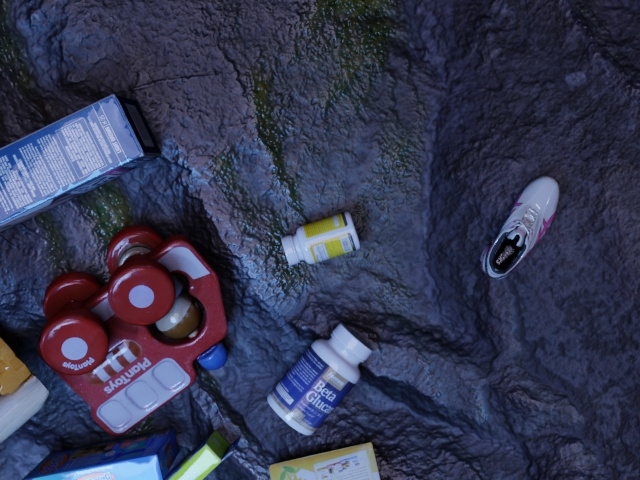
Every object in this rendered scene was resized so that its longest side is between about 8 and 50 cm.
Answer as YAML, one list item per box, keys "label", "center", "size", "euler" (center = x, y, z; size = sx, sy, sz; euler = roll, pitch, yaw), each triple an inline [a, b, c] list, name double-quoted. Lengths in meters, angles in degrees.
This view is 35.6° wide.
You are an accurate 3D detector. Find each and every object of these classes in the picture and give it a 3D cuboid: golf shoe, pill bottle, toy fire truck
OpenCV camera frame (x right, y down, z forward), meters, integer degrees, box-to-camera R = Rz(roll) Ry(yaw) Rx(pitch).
- label: "golf shoe"
  center: [0.320, -0.018, 1.559]
  size: [0.067, 0.086, 0.186]
  euler: [31, 92, 0]
- label: "pill bottle"
  center: [0.000, 0.000, 1.574]
  size: [0.116, 0.065, 0.065]
  euler: [-17, 93, 1]
- label: "pill bottle"
  center: [0.003, 0.215, 1.571]
  size: [0.094, 0.094, 0.169]
  euler: [40, 93, -1]
- label: "toy fire truck"
  center: [-0.279, 0.140, 1.555]
  size: [0.302, 0.169, 0.254]
  euler: [-36, 116, 3]

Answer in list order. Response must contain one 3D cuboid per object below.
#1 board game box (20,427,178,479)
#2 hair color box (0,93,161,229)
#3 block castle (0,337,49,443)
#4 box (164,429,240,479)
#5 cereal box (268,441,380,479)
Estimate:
- label: "board game box"
  center: [-0.338, 0.352, 1.552]
  size: [0.210, 0.160, 0.047]
  euler: [-11, 93, 2]
- label: "hair color box"
  center: [-0.429, -0.100, 1.520]
  size: [0.347, 0.174, 0.105]
  euler: [-25, 94, 2]
- label: "block castle"
  center: [-0.615, 0.108, 1.396]
  size: [0.213, 0.303, 0.453]
  euler: [-42, 122, -17]
- label: "box"
  center: [-0.209, 0.369, 1.576]
  size: [0.178, 0.109, 0.042]
  euler: [-43, 90, 3]
- label: "cereal box"
  center: [0.025, 0.453, 1.561]
  size: [0.173, 0.047, 0.240]
  euler: [-12, 68, 0]
